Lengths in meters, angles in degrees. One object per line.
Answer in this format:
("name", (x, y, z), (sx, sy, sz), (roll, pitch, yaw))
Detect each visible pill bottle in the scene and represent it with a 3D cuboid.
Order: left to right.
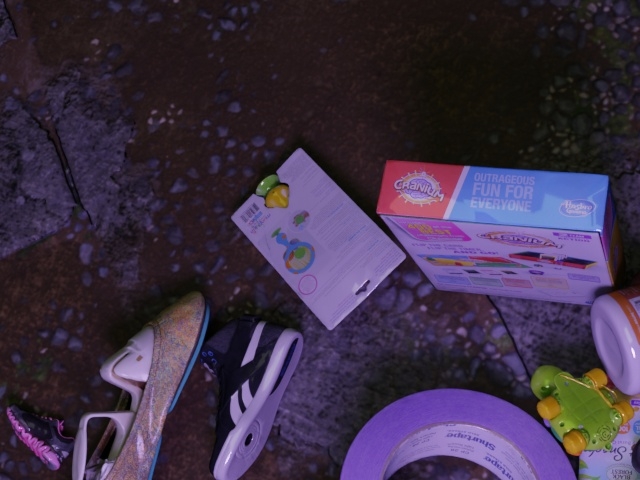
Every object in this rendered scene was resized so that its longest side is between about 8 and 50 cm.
("pill bottle", (0.433, 0.092, 1.423), (0.216, 0.121, 0.121), (-16, 68, -6))

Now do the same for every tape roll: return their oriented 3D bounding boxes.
("tape roll", (0.154, 0.310, 1.408), (0.275, 0.090, 0.274), (3, 55, -4))

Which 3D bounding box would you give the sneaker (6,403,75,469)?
("sneaker", (-0.379, 0.258, 1.682), (0.119, 0.047, 0.057), (39, 65, 23))

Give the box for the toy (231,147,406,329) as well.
("toy", (0.000, 0.000, 1.637), (0.137, 0.056, 0.237), (-45, 61, 3))

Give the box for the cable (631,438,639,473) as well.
("cable", (0.460, 0.165, 1.315), (0.287, 0.072, 0.139), (-55, 28, 10))

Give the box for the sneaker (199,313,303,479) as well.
("sneaker", (-0.117, 0.199, 1.602), (0.121, 0.079, 0.216), (18, 70, 25))

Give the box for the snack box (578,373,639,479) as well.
("snack box", (0.359, 0.231, 1.459), (0.100, 0.037, 0.141), (1, 73, 19))

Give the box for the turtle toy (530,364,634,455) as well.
("turtle toy", (0.295, 0.195, 1.434), (0.095, 0.066, 0.130), (-27, 61, -18))

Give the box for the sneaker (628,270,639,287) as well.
("sneaker", (0.445, 0.004, 1.498), (0.186, 0.069, 0.084), (-31, 53, 3))

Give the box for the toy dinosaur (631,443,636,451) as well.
("toy dinosaur", (0.427, 0.262, 1.355), (0.093, 0.183, 0.053), (-18, 106, -27))

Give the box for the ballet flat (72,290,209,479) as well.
("ballet flat", (-0.246, 0.217, 1.597), (0.123, 0.123, 0.348), (14, 80, 21))

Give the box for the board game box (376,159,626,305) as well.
("board game box", (0.221, -0.001, 1.426), (0.242, 0.316, 0.064), (5, 74, 18))
